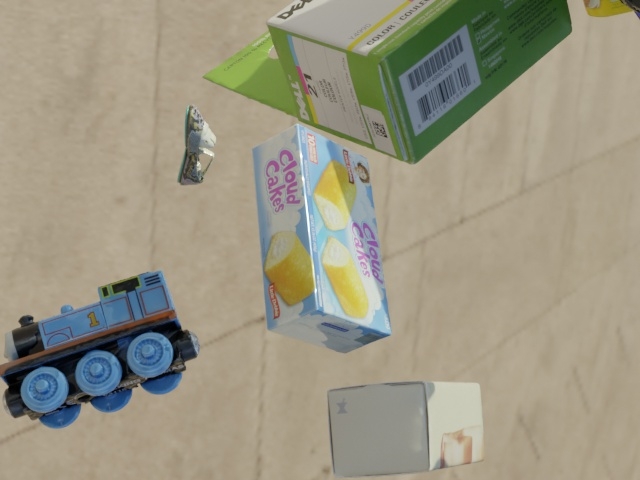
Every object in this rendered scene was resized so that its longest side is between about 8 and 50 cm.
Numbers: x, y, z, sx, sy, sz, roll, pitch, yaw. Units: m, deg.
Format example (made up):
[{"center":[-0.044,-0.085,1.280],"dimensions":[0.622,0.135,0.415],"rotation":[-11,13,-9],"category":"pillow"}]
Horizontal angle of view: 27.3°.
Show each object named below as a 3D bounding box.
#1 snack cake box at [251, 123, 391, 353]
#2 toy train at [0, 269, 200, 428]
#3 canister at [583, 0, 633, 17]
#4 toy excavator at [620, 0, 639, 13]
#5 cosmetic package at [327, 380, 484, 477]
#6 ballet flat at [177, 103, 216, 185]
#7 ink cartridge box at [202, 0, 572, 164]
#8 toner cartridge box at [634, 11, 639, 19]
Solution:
[{"center":[0.000,0.000,1.712],"dimensions":[0.152,0.089,0.264],"rotation":[20,54,-45],"category":"snack cake box"},{"center":[-0.205,0.100,1.202],"dimensions":[0.080,0.184,0.105],"rotation":[82,-11,-65],"category":"toy train"},{"center":[0.228,-0.280,1.060],"dimensions":[0.169,0.073,0.126],"rotation":[67,31,-25],"category":"canister"},{"center":[0.192,-0.297,0.846],"dimensions":[0.445,0.433,0.222],"rotation":[22,113,-44],"category":"toy excavator"},{"center":[0.132,0.275,1.938],"dimensions":[0.296,0.153,0.129],"rotation":[17,68,-66],"category":"cosmetic package"},{"center":[-0.139,-0.108,1.505],"dimensions":[0.041,0.041,0.114],"rotation":[-49,160,-43],"category":"ballet flat"},{"center":[0.034,-0.178,1.028],"dimensions":[0.189,0.255,0.097],"rotation":[-40,132,-24],"category":"ink cartridge box"},{"center":[0.481,-0.320,1.658],"dimensions":[0.075,0.165,0.347],"rotation":[-22,77,-38],"category":"toner cartridge box"}]
